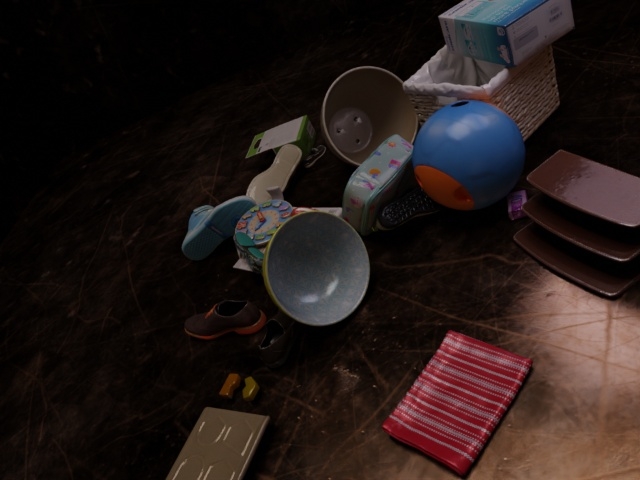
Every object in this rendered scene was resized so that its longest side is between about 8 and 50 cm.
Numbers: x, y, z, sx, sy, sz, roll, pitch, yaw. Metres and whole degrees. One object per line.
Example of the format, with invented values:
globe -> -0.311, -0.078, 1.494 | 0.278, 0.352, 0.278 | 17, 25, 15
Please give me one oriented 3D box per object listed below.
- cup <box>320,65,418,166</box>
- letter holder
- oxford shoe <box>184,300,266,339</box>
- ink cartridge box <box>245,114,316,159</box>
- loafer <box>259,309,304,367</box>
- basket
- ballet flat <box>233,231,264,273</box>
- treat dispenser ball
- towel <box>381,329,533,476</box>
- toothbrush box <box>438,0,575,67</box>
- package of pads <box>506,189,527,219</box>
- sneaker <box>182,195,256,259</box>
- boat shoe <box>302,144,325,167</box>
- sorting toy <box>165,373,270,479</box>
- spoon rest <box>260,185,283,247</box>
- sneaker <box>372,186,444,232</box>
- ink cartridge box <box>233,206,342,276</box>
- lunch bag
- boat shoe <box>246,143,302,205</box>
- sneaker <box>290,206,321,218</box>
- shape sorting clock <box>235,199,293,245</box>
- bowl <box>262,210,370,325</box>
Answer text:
cup -> 0.138, -0.400, 1.842 | 0.331, 0.331, 0.237 | -38, 9, -11
letter holder -> 0.578, -0.043, 1.174 | 0.214, 0.152, 0.302 | -36, 35, -6
oxford shoe -> -0.288, 0.214, 1.526 | 0.271, 0.098, 0.097 | -12, 38, 24
ink cartridge box -> -0.160, -0.393, 2.196 | 0.255, 0.097, 0.189 | -15, 37, 23
loafer -> -0.097, 0.223, 1.392 | 0.080, 0.078, 0.220 | -9, 40, 27
basket -> 0.501, -0.454, 1.641 | 0.331, 0.266, 0.328 | -44, 37, -18
ballet flat -> -0.218, 0.040, 1.604 | 0.070, 0.070, 0.188 | -36, 39, -8
treat dispenser ball -> 0.388, -0.223, 1.412 | 0.288, 0.288, 0.288 | -20, 36, 15
towel -> 0.269, 0.309, 1.063 | 0.198, 0.031, 0.275 | 17, 56, 46
toothbrush box -> 0.512, -0.612, 1.497 | 0.216, 0.126, 0.295 | -33, 34, -6
package of pads -> 0.512, -0.093, 1.386 | 0.050, 0.032, 0.083 | -15, 37, 26
sneaker -> -0.365, -0.090, 1.906 | 0.319, 0.127, 0.208 | -35, 32, 14
boat shoe -> -0.026, -0.335, 2.075 | 0.046, 0.038, 0.125 | 16, 55, 46
sorting toy -> -0.216, 0.452, 1.234 | 0.229, 0.041, 0.307 | -8, 40, 36
spoon rest -> -0.180, -0.051, 1.815 | 0.137, 0.084, 0.276 | -5, 55, 34
sneaker -> 0.248, -0.084, 1.522 | 0.234, 0.097, 0.084 | -19, 72, -19
ink cartridge box -> -0.089, 0.014, 1.660 | 0.261, 0.066, 0.296 | 5, 47, 41
lunch bag -> 0.179, -0.157, 1.555 | 0.108, 0.224, 0.279 | 34, 64, 20
boat shoe -> -0.173, -0.220, 1.989 | 0.116, 0.097, 0.324 | 28, 59, 5
sneaker -> 0.000, 0.000, 1.514 | 0.221, 0.087, 0.128 | 25, 58, 0
shape sorting clock -> -0.183, -0.061, 1.721 | 0.206, 0.040, 0.206 | -19, 40, 17
bowl -> -0.031, 0.075, 1.398 | 0.289, 0.289, 0.156 | -46, 13, -21
